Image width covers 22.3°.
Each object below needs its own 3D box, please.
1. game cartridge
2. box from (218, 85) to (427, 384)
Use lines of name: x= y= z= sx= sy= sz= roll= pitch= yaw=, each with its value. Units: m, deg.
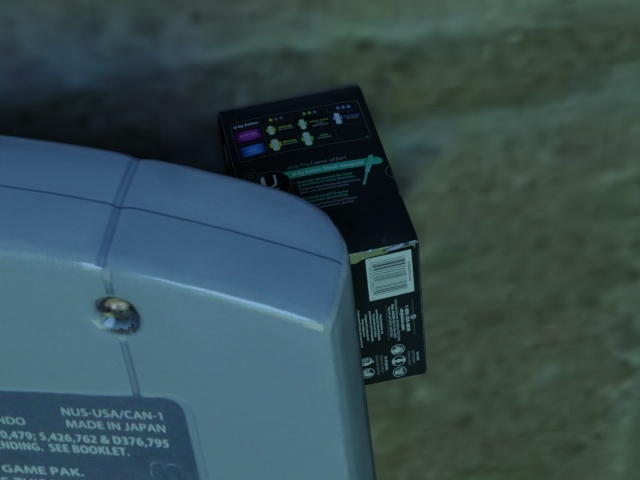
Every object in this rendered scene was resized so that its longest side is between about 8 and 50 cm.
game cartridge: x=-0.130 y=0.052 z=0.511 sx=0.294 sy=0.060 sz=0.196 roll=2 pitch=137 yaw=10
box: x=0.000 y=0.000 z=0.537 sx=0.052 sy=0.083 sz=0.062 roll=-12 pitch=132 yaw=-6
